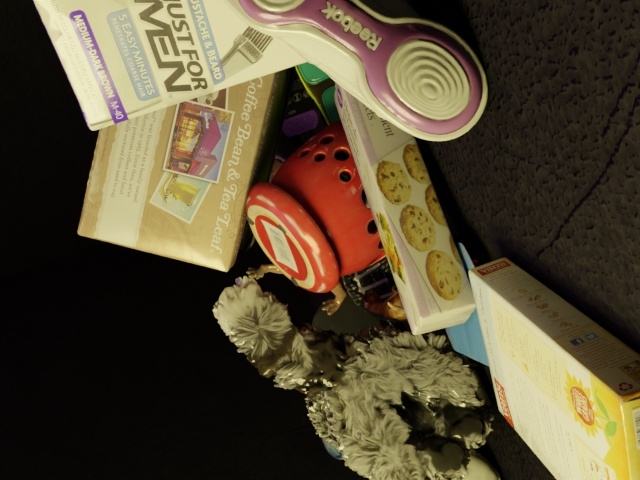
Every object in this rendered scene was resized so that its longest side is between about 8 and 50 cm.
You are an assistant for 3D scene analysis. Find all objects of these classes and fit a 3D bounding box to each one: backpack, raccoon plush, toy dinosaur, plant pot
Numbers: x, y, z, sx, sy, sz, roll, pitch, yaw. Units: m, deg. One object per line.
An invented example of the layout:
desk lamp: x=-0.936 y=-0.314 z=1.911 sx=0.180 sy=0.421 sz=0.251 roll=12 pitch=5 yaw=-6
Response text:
backpack: x=0.082 y=0.298 z=1.435 sx=0.290 sy=0.273 sz=0.355 roll=60 pitch=-177 yaw=25
raccoon plush: x=0.070 y=0.221 z=1.037 sx=0.446 sy=0.216 sz=0.299 roll=44 pitch=164 yaw=19
toy dinosaur: x=0.117 y=0.093 z=0.962 sx=0.211 sy=0.112 sz=0.064 roll=165 pitch=89 yaw=-77
toy dinosaur: x=0.000 y=0.000 z=1.268 sx=0.200 sy=0.295 sz=0.127 roll=-64 pitch=-4 yaw=35
plant pot: x=0.013 y=-0.037 z=0.947 sx=0.191 sy=0.174 sz=0.191 roll=40 pitch=155 yaw=23

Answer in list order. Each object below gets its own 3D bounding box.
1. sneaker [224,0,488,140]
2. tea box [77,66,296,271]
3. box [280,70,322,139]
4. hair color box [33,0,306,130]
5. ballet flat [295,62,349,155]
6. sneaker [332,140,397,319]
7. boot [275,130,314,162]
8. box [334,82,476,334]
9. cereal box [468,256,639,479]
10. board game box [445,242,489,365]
sneaker: x=0.007 y=-0.198 z=0.636 sx=0.305 sy=0.114 sz=0.152 roll=43 pitch=-174 yaw=-7
tea box: x=-0.182 y=-0.155 z=1.090 sx=0.323 sy=0.220 sz=0.329 roll=-90 pitch=14 yaw=-84
box: x=-0.120 y=-0.333 z=1.425 sx=0.143 sy=0.165 sz=0.270 roll=77 pitch=170 yaw=-48
hair color box: x=-0.100 y=-0.256 z=0.701 sx=0.110 sy=0.338 sz=0.185 roll=-121 pitch=13 yaw=-52
ballet flat: x=0.018 y=-0.225 z=1.037 sx=0.077 sy=0.077 sz=0.231 roll=6 pitch=-118 yaw=-80
sneaker: x=0.071 y=-0.018 z=1.163 sx=0.121 sy=0.111 sz=0.300 roll=-23 pitch=-86 yaw=-78
boot: x=-0.139 y=-0.180 z=1.617 sx=0.131 sy=0.260 sz=0.348 roll=85 pitch=165 yaw=-66
box: x=0.089 y=-0.055 z=0.811 sx=0.063 sy=0.067 sz=0.324 roll=93 pitch=163 yaw=-65
cereal box: x=0.208 y=0.133 z=0.604 sx=0.240 sy=0.047 sz=0.173 roll=-123 pitch=15 yaw=-66
board game box: x=0.169 y=0.063 z=0.800 sx=0.168 sy=0.033 sz=0.133 roll=179 pitch=78 yaw=-81
